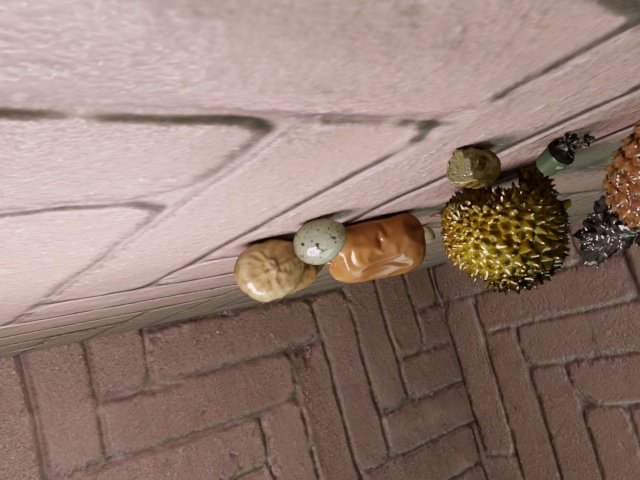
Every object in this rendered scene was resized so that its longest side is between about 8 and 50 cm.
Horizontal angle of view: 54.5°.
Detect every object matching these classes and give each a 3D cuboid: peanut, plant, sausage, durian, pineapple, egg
[{"bbox_3d":[-0.078,0.057,1.298,0.137,0.122,0.253,-26,171,22],"label":"peanut"},{"bbox_3d":[0.399,-0.149,1.013,0.051,0.051,0.102,-11,158,-28],"label":"plant"},{"bbox_3d":[0.120,0.017,1.362,0.241,0.136,0.120,-8,177,-17],"label":"sausage"},{"bbox_3d":[0.369,-0.018,1.227,0.258,0.258,0.293,-20,-177,34],"label":"durian"},{"bbox_3d":[0.560,-0.068,1.048,0.201,0.202,0.362,-12,149,-18],"label":"pineapple"},{"bbox_3d":[0.000,0.000,1.171,0.110,0.085,0.085,-32,166,23],"label":"egg"}]

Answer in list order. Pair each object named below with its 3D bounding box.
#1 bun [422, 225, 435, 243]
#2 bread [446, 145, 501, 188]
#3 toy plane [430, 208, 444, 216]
[{"bbox_3d":[0.269,-0.013,1.699,0.086,0.055,0.086,-23,-176,2],"label":"bun"},{"bbox_3d":[0.236,-0.109,0.938,0.066,0.060,0.110,-53,156,22],"label":"bread"},{"bbox_3d":[0.337,-0.044,1.562,0.126,0.077,0.194,-5,180,-6],"label":"toy plane"}]
